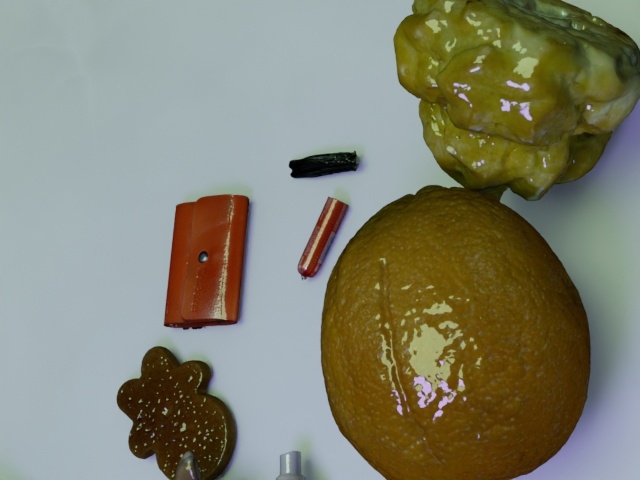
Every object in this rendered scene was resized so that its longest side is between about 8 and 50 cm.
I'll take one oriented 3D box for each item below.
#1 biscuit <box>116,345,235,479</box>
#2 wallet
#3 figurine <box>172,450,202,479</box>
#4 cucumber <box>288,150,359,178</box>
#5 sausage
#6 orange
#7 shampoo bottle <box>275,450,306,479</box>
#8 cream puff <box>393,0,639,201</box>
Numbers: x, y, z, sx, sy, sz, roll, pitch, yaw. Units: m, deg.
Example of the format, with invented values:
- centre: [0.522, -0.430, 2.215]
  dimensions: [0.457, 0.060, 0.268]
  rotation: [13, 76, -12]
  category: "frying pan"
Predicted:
- centre: [-0.216, 0.269, 1.646]
  dimensions: [0.180, 0.039, 0.236]
  rotation: [-50, 54, 6]
  category: "biscuit"
- centre: [-0.180, 0.033, 1.701]
  dimensions: [0.142, 0.045, 0.204]
  rotation: [-6, 70, 32]
  category: "wallet"
- centre: [-0.161, 0.447, 1.459]
  dimensions: [0.247, 0.177, 0.173]
  rotation: [-55, 34, -3]
  category: "figurine"
- centre: [0.004, -0.114, 1.637]
  dimensions: [0.135, 0.034, 0.033]
  rotation: [-5, 76, 33]
  category: "cucumber"
- centre: [0.000, 0.000, 1.599]
  dimensions: [0.034, 0.034, 0.129]
  rotation: [23, 88, 37]
  category: "sausage"
- centre: [0.150, 0.114, 1.284]
  dimensions: [0.322, 0.322, 0.357]
  rotation: [-23, 65, 26]
  category: "orange"
- centre: [-0.039, 0.431, 1.437]
  dimensions: [0.092, 0.092, 0.303]
  rotation: [-14, 66, 30]
  category: "shampoo bottle"
- centre: [0.224, -0.172, 1.335]
  dimensions: [0.291, 0.324, 0.257]
  rotation: [22, 116, 9]
  category: "cream puff"
